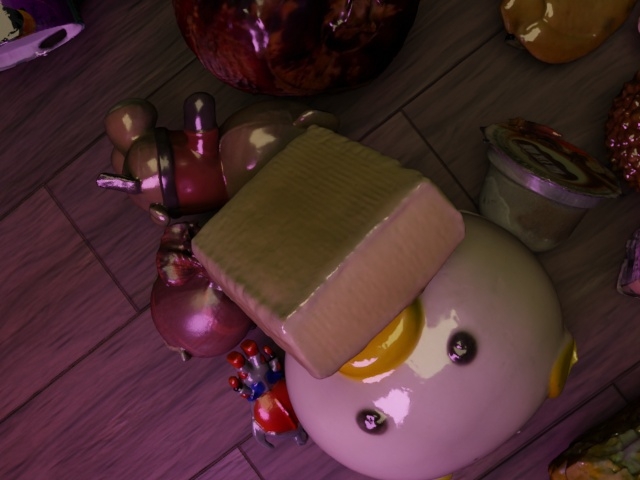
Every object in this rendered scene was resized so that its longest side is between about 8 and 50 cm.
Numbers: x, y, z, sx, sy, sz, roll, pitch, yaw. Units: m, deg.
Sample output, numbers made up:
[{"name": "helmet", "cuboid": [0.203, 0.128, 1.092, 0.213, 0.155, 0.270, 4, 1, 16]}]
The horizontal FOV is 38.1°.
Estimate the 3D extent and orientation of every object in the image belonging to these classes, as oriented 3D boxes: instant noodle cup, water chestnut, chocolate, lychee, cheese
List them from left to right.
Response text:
[{"name": "instant noodle cup", "cuboid": [-0.463, -0.357, 1.322, 0.251, 0.251, 0.190, -23, 97, 7]}, {"name": "water chestnut", "cuboid": [-0.030, -0.356, 1.225, 0.350, 0.350, 0.302, -36, 59, 6]}, {"name": "cheese", "cuboid": [0.000, 0.000, 1.089, 0.242, 0.265, 0.124, -41, 123, -10]}, {"name": "chocolate", "cuboid": [0.295, -0.060, 1.273, 0.221, 0.221, 0.147, 24, 122, 6]}, {"name": "lychee", "cuboid": [0.488, -0.154, 1.223, 0.238, 0.200, 0.200, -18, 89, -13]}]

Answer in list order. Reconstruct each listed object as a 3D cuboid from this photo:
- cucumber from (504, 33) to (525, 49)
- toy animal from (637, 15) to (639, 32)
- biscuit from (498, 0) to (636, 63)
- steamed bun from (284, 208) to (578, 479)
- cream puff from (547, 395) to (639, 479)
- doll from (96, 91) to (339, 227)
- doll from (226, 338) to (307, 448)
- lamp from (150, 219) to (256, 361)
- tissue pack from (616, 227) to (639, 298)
[{"name": "cucumber", "cuboid": [0.314, -0.362, 1.305, 0.058, 0.058, 0.187, 18, 94, 7]}, {"name": "toy animal", "cuboid": [0.540, -0.317, 1.263, 0.212, 0.124, 0.124, -11, 89, -27]}, {"name": "biscuit", "cuboid": [0.355, -0.359, 1.267, 0.260, 0.041, 0.203, -29, 107, -11]}, {"name": "steamed bun", "cuboid": [0.134, 0.140, 1.210, 0.374, 0.334, 0.334, -43, 86, 15]}, {"name": "cream puff", "cuboid": [0.430, 0.309, 1.196, 0.282, 0.282, 0.185, -34, 79, 7]}, {"name": "doll", "cuboid": [-0.131, -0.106, 1.270, 0.330, 0.235, 0.174, -4, 59, -4]}, {"name": "doll", "cuboid": [-0.070, 0.229, 1.338, 0.062, 0.104, 0.194, -4, 126, 44]}, {"name": "lamp", "cuboid": [-0.165, 0.069, 1.302, 0.215, 0.151, 0.223, 20, 119, -34]}, {"name": "tissue pack", "cuboid": [0.543, 0.034, 1.208, 0.257, 0.215, 0.123, 10, 82, 6]}]
